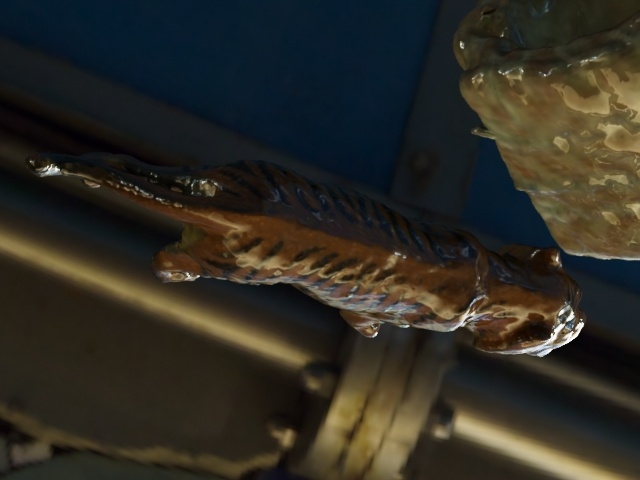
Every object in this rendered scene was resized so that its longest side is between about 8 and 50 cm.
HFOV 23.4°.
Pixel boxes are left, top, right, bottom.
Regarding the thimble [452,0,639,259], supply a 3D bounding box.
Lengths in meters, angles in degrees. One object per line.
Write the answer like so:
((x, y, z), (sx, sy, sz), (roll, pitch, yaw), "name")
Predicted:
((0.195, -0.110, 0.805), (0.229, 0.196, 0.148), (-23, -58, 23), "thimble")

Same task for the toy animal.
((0.000, 0.000, 0.617), (0.241, 0.056, 0.099), (18, -11, -32), "toy animal")
